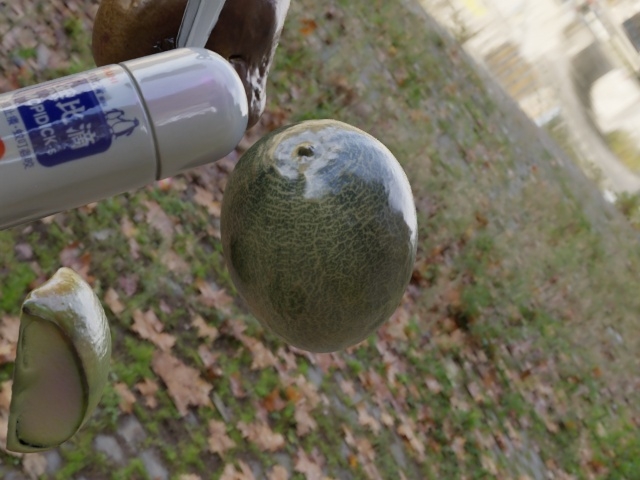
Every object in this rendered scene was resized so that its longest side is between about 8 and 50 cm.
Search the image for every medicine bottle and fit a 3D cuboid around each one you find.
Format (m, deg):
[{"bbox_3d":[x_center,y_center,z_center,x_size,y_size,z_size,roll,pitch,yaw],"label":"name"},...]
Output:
[{"bbox_3d":[-0.235,-0.103,0.989,0.130,0.340,0.130,51,-29,42],"label":"medicine bottle"}]

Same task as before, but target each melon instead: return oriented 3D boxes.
[{"bbox_3d":[0.000,0.000,1.211,0.329,0.248,0.249,87,-9,-50],"label":"melon"}]

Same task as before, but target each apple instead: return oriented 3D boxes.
[{"bbox_3d":[-0.337,0.154,1.318,0.120,0.265,0.193,17,30,0],"label":"apple"}]

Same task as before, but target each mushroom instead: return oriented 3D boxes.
[{"bbox_3d":[-0.211,-0.320,1.547,0.259,0.345,0.345,34,1,44],"label":"mushroom"}]

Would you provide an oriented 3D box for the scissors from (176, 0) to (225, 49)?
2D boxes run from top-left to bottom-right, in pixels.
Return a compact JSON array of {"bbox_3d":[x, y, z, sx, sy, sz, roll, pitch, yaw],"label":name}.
[{"bbox_3d":[-0.111,-0.294,1.058,0.101,0.204,0.027,10,18,-45],"label":"scissors"}]
